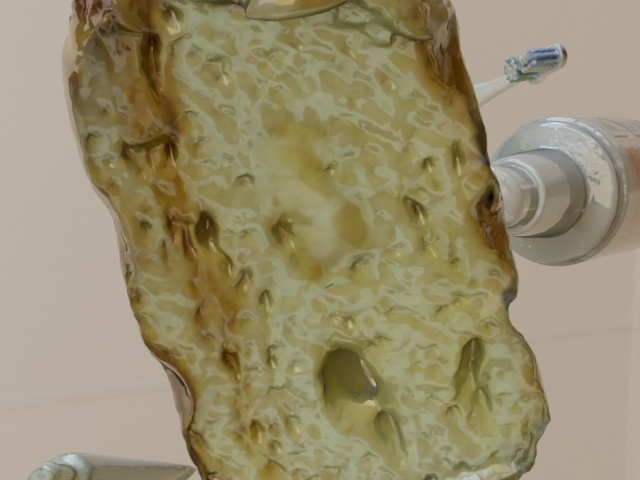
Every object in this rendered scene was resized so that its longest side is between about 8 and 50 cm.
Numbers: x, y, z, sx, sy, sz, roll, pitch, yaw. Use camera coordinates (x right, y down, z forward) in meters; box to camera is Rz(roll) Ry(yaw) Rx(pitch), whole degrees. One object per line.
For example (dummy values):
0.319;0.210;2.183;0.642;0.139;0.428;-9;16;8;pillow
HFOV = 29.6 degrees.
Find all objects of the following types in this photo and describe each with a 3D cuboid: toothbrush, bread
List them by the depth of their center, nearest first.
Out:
0.000;0.000;0.403;0.088;0.128;0.232;-79;-24;-58;bread
0.121;-0.127;1.184;0.040;0.386;0.040;4;-99;-22;toothbrush

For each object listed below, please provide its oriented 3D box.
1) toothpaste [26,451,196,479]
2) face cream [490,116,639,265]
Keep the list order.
-0.163;0.188;0.939;0.067;0.255;0.037;-29;-107;6;toothpaste
0.164;-0.033;0.808;0.251;0.101;0.101;-9;-78;-58;face cream
